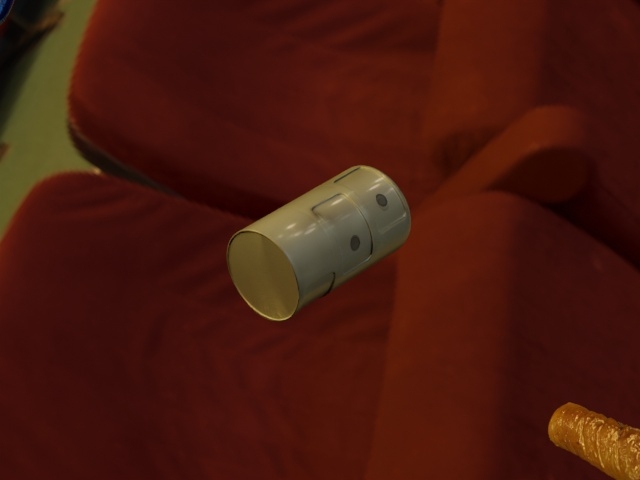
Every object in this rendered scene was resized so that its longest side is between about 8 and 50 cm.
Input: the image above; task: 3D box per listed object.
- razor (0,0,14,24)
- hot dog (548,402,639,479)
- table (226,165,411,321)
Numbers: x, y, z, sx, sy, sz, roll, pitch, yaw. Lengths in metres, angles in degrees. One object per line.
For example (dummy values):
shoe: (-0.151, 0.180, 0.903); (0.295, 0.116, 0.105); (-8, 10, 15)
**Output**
razor: (-0.338, -0.301, 1.432); (0.028, 0.044, 0.155); (-28, 41, 51)
hot dog: (0.407, 0.290, 1.800); (0.286, 0.061, 0.088); (11, 75, 65)
table: (0.000, 0.000, 1.646); (0.220, 0.126, 0.126); (-30, 10, -39)
